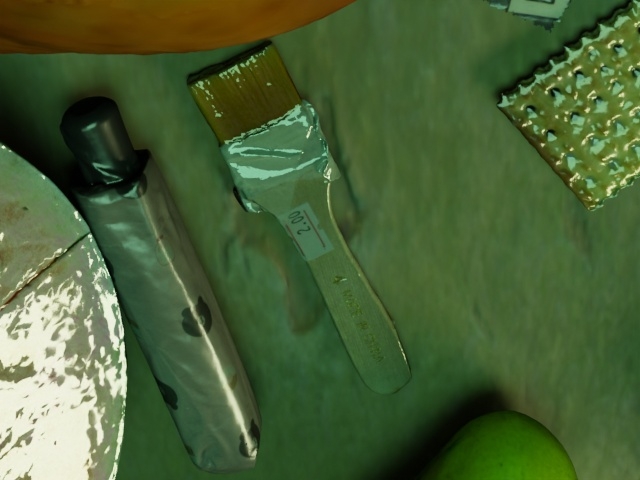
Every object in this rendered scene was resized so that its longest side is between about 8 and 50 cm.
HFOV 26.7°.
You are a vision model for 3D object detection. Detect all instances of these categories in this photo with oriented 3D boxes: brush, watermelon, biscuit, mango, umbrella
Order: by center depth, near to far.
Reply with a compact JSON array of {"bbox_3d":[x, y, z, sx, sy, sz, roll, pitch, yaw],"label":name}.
[{"bbox_3d":[-0.303,0.060,0.958,0.319,0.222,0.292,11,88,-54],"label":"watermelon"},{"bbox_3d":[0.258,-0.130,0.993,0.231,0.016,0.139,-37,120,16],"label":"biscuit"},{"bbox_3d":[-0.117,0.042,1.024,0.067,0.073,0.337,-17,123,2],"label":"umbrella"},{"bbox_3d":[0.000,0.000,1.042,0.085,0.020,0.336,-23,123,8],"label":"brush"},{"bbox_3d":[0.127,0.279,1.165,0.185,0.149,0.273,36,107,-24],"label":"mango"}]

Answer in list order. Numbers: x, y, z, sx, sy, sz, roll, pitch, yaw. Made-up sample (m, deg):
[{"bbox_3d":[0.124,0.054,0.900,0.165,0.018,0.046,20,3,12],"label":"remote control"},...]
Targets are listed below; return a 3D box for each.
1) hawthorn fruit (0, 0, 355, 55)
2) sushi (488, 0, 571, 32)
[{"bbox_3d":[-0.079,-0.299,0.583,0.471,0.472,0.472,-3,123,-5],"label":"hawthorn fruit"},{"bbox_3d":[0.089,-0.258,0.873,0.279,0.043,0.192,20,118,-18],"label":"sushi"}]
